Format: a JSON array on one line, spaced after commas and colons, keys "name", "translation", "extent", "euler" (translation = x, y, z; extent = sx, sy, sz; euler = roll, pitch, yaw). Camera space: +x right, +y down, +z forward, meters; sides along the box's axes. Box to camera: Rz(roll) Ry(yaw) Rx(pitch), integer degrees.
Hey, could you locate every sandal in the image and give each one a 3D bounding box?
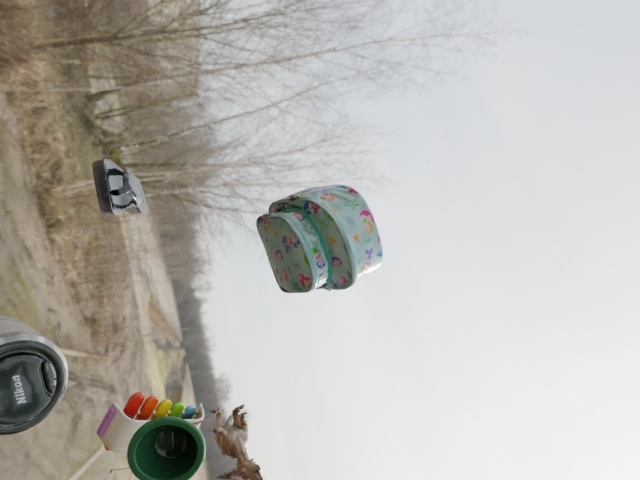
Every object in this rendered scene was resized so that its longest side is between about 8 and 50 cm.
[{"name": "sandal", "translation": [-0.349, -0.096, 0.983], "extent": [0.254, 0.054, 0.097], "euler": [-139, -142, -85]}]

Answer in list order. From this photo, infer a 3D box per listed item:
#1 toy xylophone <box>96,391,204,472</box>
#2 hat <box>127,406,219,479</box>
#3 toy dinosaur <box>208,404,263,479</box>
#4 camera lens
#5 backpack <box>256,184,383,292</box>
[{"name": "toy xylophone", "translation": [-0.498, 0.569, 1.607], "extent": [0.322, 0.236, 0.081], "euler": [30, 9, -47]}, {"name": "hat", "translation": [-0.379, 0.506, 1.395], "extent": [0.173, 0.208, 0.183], "euler": [-67, -164, -3]}, {"name": "toy dinosaur", "translation": [-0.275, 0.634, 1.700], "extent": [0.295, 0.127, 0.200], "euler": [-171, -108, -74]}, {"name": "camera lens", "translation": [-0.712, 0.291, 1.216], "extent": [0.274, 0.219, 0.219], "euler": [9, -67, 45]}, {"name": "backpack", "translation": [0.000, 0.000, 1.143], "extent": [0.253, 0.191, 0.225], "euler": [-5, -72, 49]}]
